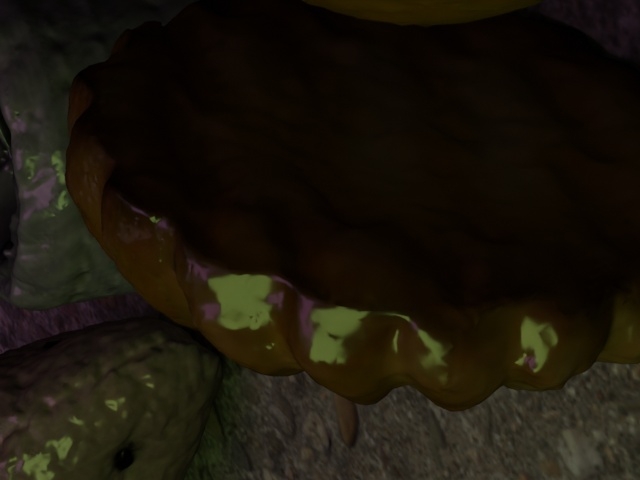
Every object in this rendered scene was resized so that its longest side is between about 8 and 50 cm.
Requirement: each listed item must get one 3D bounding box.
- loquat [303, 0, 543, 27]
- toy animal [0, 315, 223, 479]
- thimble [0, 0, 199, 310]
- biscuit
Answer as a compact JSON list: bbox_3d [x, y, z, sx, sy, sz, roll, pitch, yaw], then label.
[{"bbox_3d":[0.018,-0.234,0.828,0.328,0.359,0.328,47,166,16],"label":"loquat"},{"bbox_3d":[-0.216,0.186,1.509,0.188,0.226,0.358,50,143,20],"label":"toy animal"},{"bbox_3d":[-0.157,-0.067,1.287,0.245,0.157,0.217,151,108,-67],"label":"thimble"},{"bbox_3d":[0.036,-0.024,0.952,0.325,0.325,0.107,35,132,35],"label":"biscuit"}]
